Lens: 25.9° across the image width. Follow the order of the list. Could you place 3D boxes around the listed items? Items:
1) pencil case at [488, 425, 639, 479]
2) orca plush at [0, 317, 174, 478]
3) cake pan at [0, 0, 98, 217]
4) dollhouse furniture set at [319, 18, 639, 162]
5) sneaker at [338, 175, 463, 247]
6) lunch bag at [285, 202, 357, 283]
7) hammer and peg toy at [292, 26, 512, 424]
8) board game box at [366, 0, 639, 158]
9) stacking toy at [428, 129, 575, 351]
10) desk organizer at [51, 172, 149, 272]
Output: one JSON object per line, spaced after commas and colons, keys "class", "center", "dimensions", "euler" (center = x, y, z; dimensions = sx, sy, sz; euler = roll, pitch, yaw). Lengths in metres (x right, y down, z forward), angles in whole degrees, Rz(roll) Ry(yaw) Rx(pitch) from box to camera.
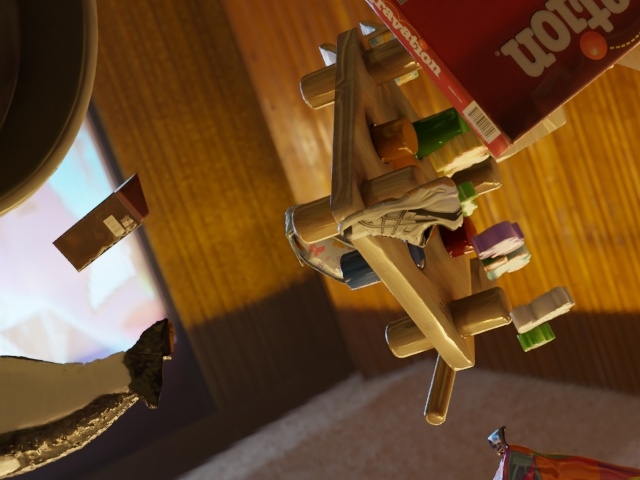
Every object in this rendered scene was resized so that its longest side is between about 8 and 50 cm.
{"class": "pencil case", "center": [0.210, 0.190, 0.872], "dimensions": [0.236, 0.104, 0.104], "euler": [11, -163, 4]}
{"class": "orca plush", "center": [-0.240, 0.125, 1.068], "dimensions": [0.287, 0.151, 0.102], "euler": [-23, 155, 6]}
{"class": "cake pan", "center": [-0.240, -0.141, 0.724], "dimensions": [0.054, 0.293, 0.293], "euler": [-13, -165, 36]}
{"class": "dollhouse furniture set", "center": [0.203, -0.270, 1.600], "dimensions": [0.362, 0.394, 0.256], "euler": [-30, -151, -14]}
{"class": "sneaker", "center": [0.049, -0.010, 0.862], "dimensions": [0.083, 0.037, 0.032], "euler": [-20, -176, 30]}
{"class": "lunch bag", "center": [0.000, 0.000, 1.436], "dimensions": [0.053, 0.083, 0.071], "euler": [-56, -166, 17]}
{"class": "hammer and peg toy", "center": [0.110, -0.004, 1.363], "dimensions": [0.127, 0.361, 0.266], "euler": [-20, -138, 22]}
{"class": "board game box", "center": [0.160, -0.185, 0.839], "dimensions": [0.281, 0.145, 0.027], "euler": [-39, 178, -22]}
{"class": "stacking toy", "center": [0.163, 0.007, 1.231], "dimensions": [0.052, 0.167, 0.221], "euler": [-27, 166, 4]}
{"class": "desk organizer", "center": [-0.238, -0.020, 1.550], "dimensions": [0.130, 0.047, 0.050], "euler": [-34, -169, 40]}
